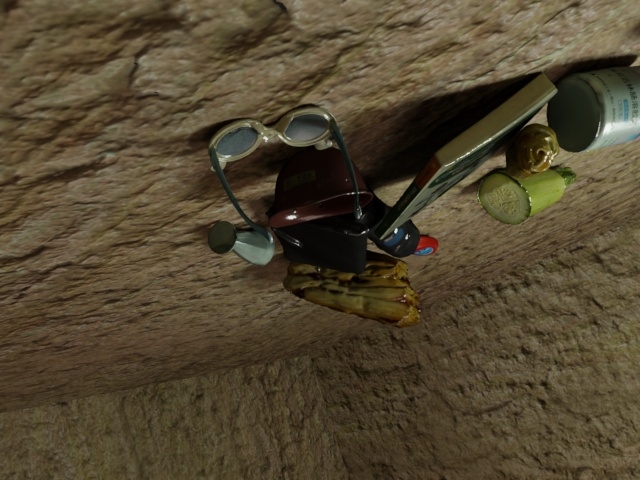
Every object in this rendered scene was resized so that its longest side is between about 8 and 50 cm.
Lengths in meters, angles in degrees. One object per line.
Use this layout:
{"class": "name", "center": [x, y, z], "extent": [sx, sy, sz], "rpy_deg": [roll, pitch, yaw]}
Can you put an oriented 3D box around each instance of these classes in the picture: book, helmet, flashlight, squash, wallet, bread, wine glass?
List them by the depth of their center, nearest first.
{"class": "helmet", "center": [-0.012, -0.091, 1.122], "extent": [0.175, 0.106, 0.155], "rpy_deg": [-24, 166, 34]}
{"class": "book", "center": [0.241, -0.131, 1.255], "extent": [0.260, 0.043, 0.371], "rpy_deg": [-36, 172, -18]}
{"class": "bread", "center": [0.385, -0.159, 1.304], "extent": [0.084, 0.077, 0.367], "rpy_deg": [-53, 171, 10]}
{"class": "wine glass", "center": [-0.152, 0.003, 1.379], "extent": [0.073, 0.073, 0.155], "rpy_deg": [-23, 162, 17]}
{"class": "wallet", "center": [0.000, 0.000, 1.423], "extent": [0.197, 0.051, 0.377], "rpy_deg": [14, 167, 5]}
{"class": "flashlight", "center": [0.123, -0.037, 1.512], "extent": [0.103, 0.103, 0.424], "rpy_deg": [-23, 163, 16]}
{"class": "squash", "center": [0.506, -0.108, 1.674], "extent": [0.287, 0.137, 0.137], "rpy_deg": [-9, 163, -39]}
{"class": "bread", "center": [0.096, 0.104, 1.747], "extent": [0.324, 0.167, 0.277], "rpy_deg": [15, 175, 15]}

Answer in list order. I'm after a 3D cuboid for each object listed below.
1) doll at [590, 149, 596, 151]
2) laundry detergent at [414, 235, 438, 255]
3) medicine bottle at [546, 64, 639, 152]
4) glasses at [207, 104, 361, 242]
{"class": "doll", "center": [0.579, -0.233, 1.426], "extent": [0.106, 0.062, 0.162], "rpy_deg": [-16, 166, -27]}
{"class": "laundry detergent", "center": [0.261, 0.013, 1.973], "extent": [0.097, 0.049, 0.165], "rpy_deg": [-23, 163, 31]}
{"class": "medicine bottle", "center": [0.490, -0.226, 1.196], "extent": [0.168, 0.135, 0.135], "rpy_deg": [-13, 165, -23]}
{"class": "glasses", "center": [-0.039, -0.100, 0.924], "extent": [0.189, 0.221, 0.088], "rpy_deg": [-13, 126, -15]}
